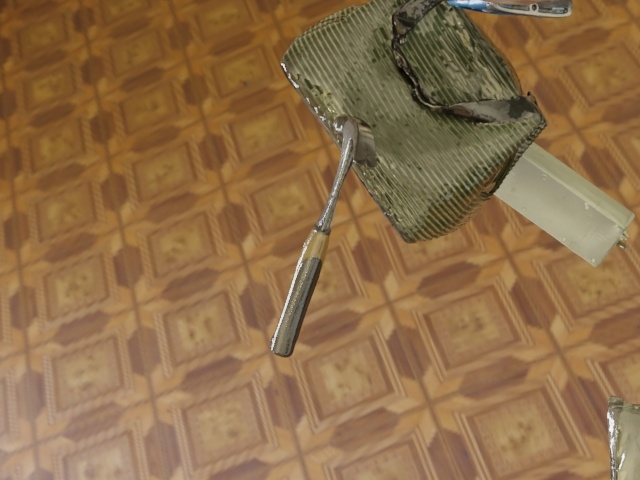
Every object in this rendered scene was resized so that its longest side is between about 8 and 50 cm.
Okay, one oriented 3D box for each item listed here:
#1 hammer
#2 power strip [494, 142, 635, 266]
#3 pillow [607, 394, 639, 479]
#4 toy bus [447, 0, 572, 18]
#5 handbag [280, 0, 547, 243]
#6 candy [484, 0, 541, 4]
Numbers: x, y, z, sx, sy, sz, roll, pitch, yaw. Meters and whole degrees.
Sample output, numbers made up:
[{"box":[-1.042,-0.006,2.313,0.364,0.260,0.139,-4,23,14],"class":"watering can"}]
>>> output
[{"box":[0.000,0.000,0.876,0.078,0.021,0.201,-136,63,-68],"class":"hammer"},{"box":[0.318,-0.091,1.682,0.367,0.106,0.043,38,51,12],"class":"power strip"},{"box":[0.432,0.326,1.376,0.169,0.059,0.255,0,74,20],"class":"pillow"},{"box":[0.214,-0.364,1.230,0.116,0.234,0.133,1,5,-25],"class":"toy bus"},{"box":[0.138,-0.187,1.463,0.240,0.247,0.341,-37,88,16],"class":"handbag"},{"box":[0.048,-0.179,0.448,0.289,0.214,0.157,31,108,60],"class":"candy"}]
